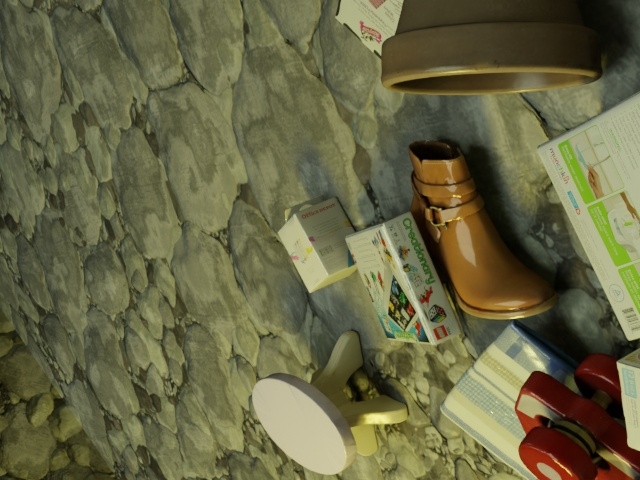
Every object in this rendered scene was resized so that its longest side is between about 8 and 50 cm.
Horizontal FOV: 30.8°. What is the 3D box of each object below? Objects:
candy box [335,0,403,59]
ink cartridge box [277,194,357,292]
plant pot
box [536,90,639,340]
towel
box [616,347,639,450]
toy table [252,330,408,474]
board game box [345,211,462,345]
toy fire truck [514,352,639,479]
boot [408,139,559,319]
[{"bbox_3d":[0.113,-0.369,1.617,0.159,0.071,0.233,48,144,28],"label":"candy box"},{"bbox_3d":[0.000,0.000,2.016,0.143,0.092,0.090,62,150,11],"label":"ink cartridge box"},{"bbox_3d":[0.203,-0.299,1.390,0.263,0.263,0.229,3,94,56],"label":"plant pot"},{"bbox_3d":[0.406,-0.043,1.325,0.231,0.127,0.262,-32,82,58],"label":"box"},{"bbox_3d":[0.306,0.243,1.700,0.209,0.034,0.285,37,143,8],"label":"towel"},{"bbox_3d":[0.447,0.159,1.320,0.103,0.203,0.114,11,119,54],"label":"box"},{"bbox_3d":[0.018,0.305,2.124,0.274,0.161,0.252,31,134,44],"label":"toy table"},{"bbox_3d":[0.122,0.063,1.808,0.305,0.053,0.193,162,85,-80],"label":"board game box"},{"bbox_3d":[0.385,0.303,1.533,0.302,0.169,0.254,34,156,19],"label":"toy fire truck"},{"bbox_3d":[0.223,-0.021,1.657,0.283,0.109,0.220,34,138,58],"label":"boot"}]
